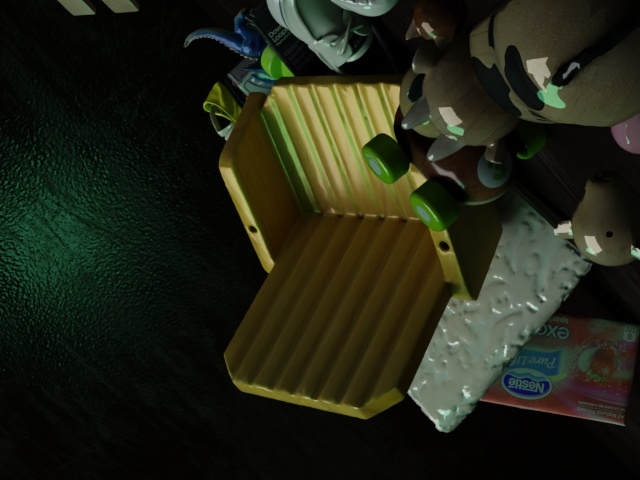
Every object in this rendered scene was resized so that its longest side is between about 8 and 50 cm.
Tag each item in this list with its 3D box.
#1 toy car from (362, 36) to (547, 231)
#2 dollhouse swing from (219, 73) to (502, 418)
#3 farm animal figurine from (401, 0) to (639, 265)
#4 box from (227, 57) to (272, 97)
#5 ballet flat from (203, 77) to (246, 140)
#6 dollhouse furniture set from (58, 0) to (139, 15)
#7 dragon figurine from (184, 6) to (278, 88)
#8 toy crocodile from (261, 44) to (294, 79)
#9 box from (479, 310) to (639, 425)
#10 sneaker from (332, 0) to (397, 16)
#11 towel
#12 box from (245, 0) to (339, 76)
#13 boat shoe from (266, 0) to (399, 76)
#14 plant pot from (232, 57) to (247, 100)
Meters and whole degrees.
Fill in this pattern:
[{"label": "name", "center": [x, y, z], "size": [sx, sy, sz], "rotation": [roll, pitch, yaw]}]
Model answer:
[{"label": "toy car", "center": [0.133, -0.129, 1.084], "size": [0.149, 0.155, 0.188], "rotation": [46, 167, 23]}, {"label": "dollhouse swing", "center": [0.000, 0.000, 1.407], "size": [0.347, 0.305, 0.315], "rotation": [7, 132, 39]}, {"label": "farm animal figurine", "center": [0.145, -0.093, 0.629], "size": [0.330, 0.172, 0.327], "rotation": [46, 179, 9]}, {"label": "box", "center": [-0.002, -0.235, 1.896], "size": [0.290, 0.169, 0.087], "rotation": [45, -177, -27]}, {"label": "ballet flat", "center": [-0.138, -0.200, 1.868], "size": [0.077, 0.077, 0.231], "rotation": [46, -179, -44]}, {"label": "dollhouse furniture set", "center": [-0.176, -0.381, 1.257], "size": [0.259, 0.262, 0.135], "rotation": [5, 154, 37]}, {"label": "dragon figurine", "center": [-0.082, -0.296, 1.748], "size": [0.085, 0.289, 0.144], "rotation": [62, -158, -80]}, {"label": "toy crocodile", "center": [-0.014, -0.212, 1.667], "size": [0.115, 0.105, 0.340], "rotation": [47, 156, 30]}, {"label": "box", "center": [0.305, 0.174, 1.622], "size": [0.300, 0.154, 0.142], "rotation": [10, 177, 4]}, {"label": "sneaker", "center": [0.035, -0.276, 1.083], "size": [0.115, 0.090, 0.232], "rotation": [38, -166, -40]}, {"label": "towel", "center": [0.175, 0.043, 1.516], "size": [0.053, 0.332, 0.317], "rotation": [1, -140, -51]}, {"label": "box", "center": [-0.011, -0.285, 1.488], "size": [0.162, 0.116, 0.029], "rotation": [46, 177, -34]}, {"label": "boat shoe", "center": [0.026, -0.265, 1.399], "size": [0.088, 0.096, 0.267], "rotation": [41, 178, 34]}, {"label": "plant pot", "center": [-0.053, -0.275, 2.134], "size": [0.191, 0.191, 0.174], "rotation": [46, -173, 30]}]
